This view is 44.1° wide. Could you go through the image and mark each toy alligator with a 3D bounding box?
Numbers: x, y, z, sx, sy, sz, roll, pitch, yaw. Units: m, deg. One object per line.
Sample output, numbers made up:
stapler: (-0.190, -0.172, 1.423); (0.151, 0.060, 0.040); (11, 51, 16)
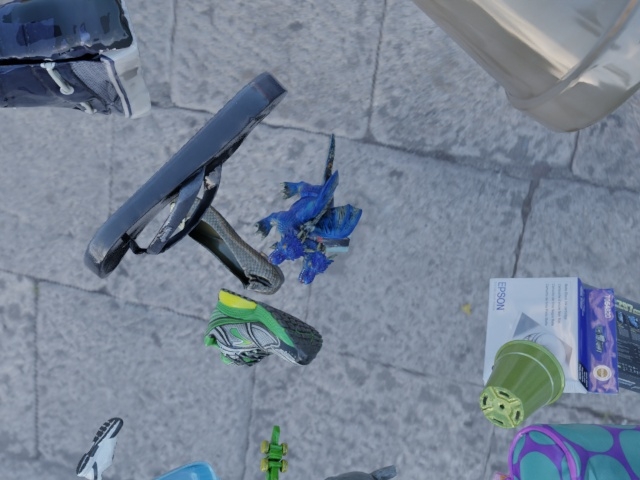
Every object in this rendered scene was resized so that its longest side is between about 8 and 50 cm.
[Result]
toy alligator: (-0.106, 0.504, 1.737); (0.056, 0.190, 0.051); (10, 149, -18)

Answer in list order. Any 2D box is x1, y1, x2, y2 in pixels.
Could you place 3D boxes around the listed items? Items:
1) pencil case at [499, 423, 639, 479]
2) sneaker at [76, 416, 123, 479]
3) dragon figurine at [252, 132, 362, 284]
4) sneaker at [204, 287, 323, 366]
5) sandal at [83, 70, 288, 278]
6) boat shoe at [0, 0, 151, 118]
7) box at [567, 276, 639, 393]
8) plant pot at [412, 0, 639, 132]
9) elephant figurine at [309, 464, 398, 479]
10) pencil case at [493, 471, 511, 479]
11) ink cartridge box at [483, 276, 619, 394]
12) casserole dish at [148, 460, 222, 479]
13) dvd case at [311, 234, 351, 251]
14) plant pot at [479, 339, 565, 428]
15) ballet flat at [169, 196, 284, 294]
pencil case: (0.193, 0.150, 0.507); (0.070, 0.151, 0.065); (-43, 47, 52)
sneaker: (-0.353, 0.341, 1.292); (0.043, 0.040, 0.109); (38, 76, -27)
dragon figurine: (0.001, -0.044, 1.127); (0.144, 0.289, 0.085); (-5, 127, 44)
sneaker: (-0.121, 0.206, 1.625); (0.134, 0.343, 0.146); (28, 81, -34)
sandal: (-0.120, -0.043, 0.702); (0.254, 0.097, 0.054); (-41, 95, 19)
boat shoe: (-0.276, -0.193, 0.851); (0.158, 0.340, 0.127); (-16, 89, -10)
box: (0.572, 0.192, 1.578); (0.232, 0.184, 0.059); (19, 145, -24)
plant pot: (0.238, -0.325, 0.904); (0.280, 0.323, 0.323); (24, 114, -13)
elephant figurine: (0.058, 0.439, 1.123); (0.169, 0.239, 0.186); (16, 92, -22)
pencil case: (0.345, 0.606, 1.559); (0.124, 0.124, 0.284); (25, 79, 9)
ink cartridge box: (0.408, 0.164, 1.402); (0.223, 0.223, 0.045); (-2, 141, 18)
casserole dish: (-0.196, 0.343, 0.969); (0.037, 0.188, 0.114); (-4, 97, 43)
dvd case: (0.000, 0.000, 1.593); (0.119, 0.013, 0.087); (1, 153, -3)
plant pot: (0.211, 0.163, 0.860); (0.083, 0.079, 0.083); (18, 122, 32)
ballet flat: (-0.166, 0.009, 1.300); (0.250, 0.058, 0.084); (39, 148, 15)
